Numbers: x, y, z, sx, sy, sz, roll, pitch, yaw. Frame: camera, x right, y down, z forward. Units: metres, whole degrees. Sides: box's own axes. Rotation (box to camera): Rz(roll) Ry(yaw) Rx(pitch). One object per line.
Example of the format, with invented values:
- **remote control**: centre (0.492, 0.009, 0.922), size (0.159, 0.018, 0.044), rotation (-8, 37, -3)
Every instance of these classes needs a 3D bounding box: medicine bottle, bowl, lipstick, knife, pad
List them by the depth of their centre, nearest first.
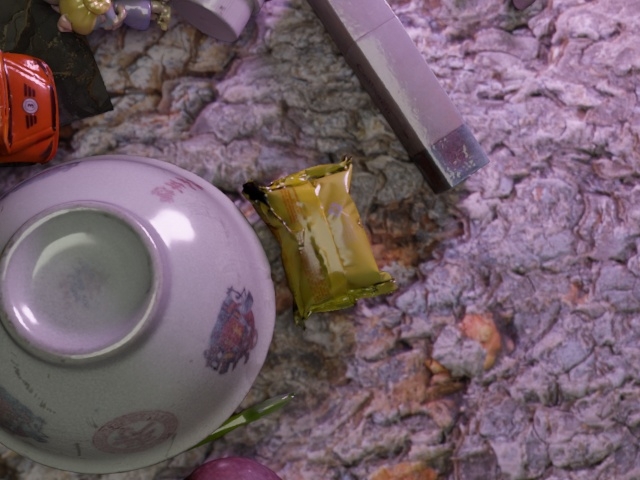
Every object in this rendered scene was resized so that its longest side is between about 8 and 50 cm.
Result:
- **bowl**: centre (-0.268, 0.065, 0.868), size (0.435, 0.196, 0.434), rotation (1, 76, -6)
- **pad**: centre (-0.473, -0.231, 0.906), size (0.367, 0.007, 0.247), rotation (-25, 100, -30)
- **medicine bottle**: centre (-0.101, -0.404, 0.990), size (0.147, 0.147, 0.247), rotation (30, 83, -7)
- **knife**: centre (-0.119, 0.254, 1.011), size (0.184, 0.026, 0.022), rotation (-24, 77, -7)
- **lipstick**: centre (0.106, -0.244, 1.052), size (0.080, 0.076, 0.371), rotation (-35, 93, -9)

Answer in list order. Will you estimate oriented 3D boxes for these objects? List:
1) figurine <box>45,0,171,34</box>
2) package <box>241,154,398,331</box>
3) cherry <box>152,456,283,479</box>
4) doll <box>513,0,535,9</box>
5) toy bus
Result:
- **figurine**: centre (-0.323, -0.345, 0.938), size (0.235, 0.127, 0.155), rotation (-8, 97, -22)
- **package**: centre (0.000, 0.000, 1.013), size (0.168, 0.090, 0.226), rotation (-19, 88, -8)
- **cherry**: centre (-0.126, 0.419, 0.908), size (0.261, 0.221, 0.307), rotation (-38, 112, -8)
- **doll**: centre (0.291, -0.434, 1.104), size (0.161, 0.059, 0.160), rotation (-16, 90, -11)
- **toy bus**: centre (-0.462, -0.156, 0.817), size (0.329, 0.153, 0.143), rotation (-3, 90, -33)
